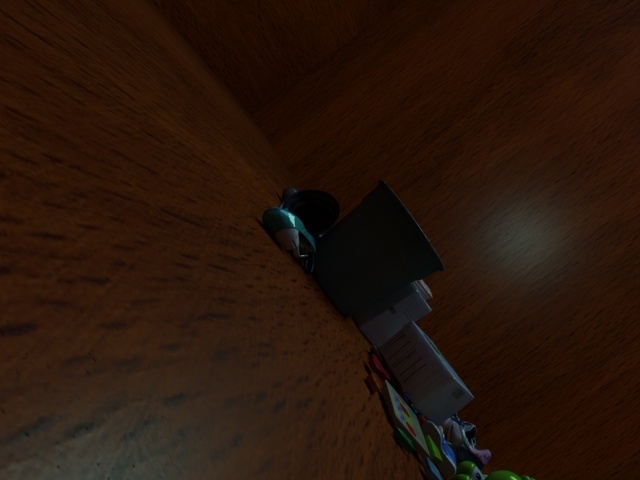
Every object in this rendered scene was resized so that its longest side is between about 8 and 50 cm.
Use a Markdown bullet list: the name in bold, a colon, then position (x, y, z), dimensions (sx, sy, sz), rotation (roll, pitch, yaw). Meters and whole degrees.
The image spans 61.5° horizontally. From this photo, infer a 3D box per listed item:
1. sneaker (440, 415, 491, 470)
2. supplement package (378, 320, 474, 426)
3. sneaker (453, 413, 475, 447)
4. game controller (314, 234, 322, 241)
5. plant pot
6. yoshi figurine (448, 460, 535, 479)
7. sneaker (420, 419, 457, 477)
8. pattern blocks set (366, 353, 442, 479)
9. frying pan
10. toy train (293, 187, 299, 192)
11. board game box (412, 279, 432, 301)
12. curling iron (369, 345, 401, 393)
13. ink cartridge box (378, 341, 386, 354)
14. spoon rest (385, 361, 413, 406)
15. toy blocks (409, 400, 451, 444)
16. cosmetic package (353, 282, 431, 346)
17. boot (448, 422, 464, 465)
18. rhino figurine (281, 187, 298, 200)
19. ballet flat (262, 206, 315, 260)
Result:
- **sneaker**: position (0.428, 0.608, 1.734), dimensions (0.112, 0.131, 0.319), rotation (51, 6, -39)
- **supplement package**: position (0.295, 0.373, 1.531), dimensions (0.139, 0.134, 0.244), rotation (45, 7, -37)
- **sneaker**: position (0.473, 0.689, 2.020), dimensions (0.118, 0.107, 0.279), rotation (80, -15, -53)
- **game controller**: position (0.000, 0.000, 2.175), dimensions (0.166, 0.067, 0.319), rotation (55, 4, 5)
- **plant pot**: position (0.149, 0.047, 1.671), dimensions (0.341, 0.334, 0.341), rotation (54, 4, -6)
- **yoshi figurine**: position (0.461, 0.670, 1.283), dimensions (0.362, 0.203, 0.203), rotation (50, 12, -17)
- **sneaker**: position (0.318, 0.552, 1.446), dimensions (0.152, 0.058, 0.084), rotation (60, 11, 15)
- **pattern blocks set**: position (0.198, 0.425, 1.292), dimensions (0.285, 0.026, 0.325), rotation (52, 7, -4)
- **frying pan**: position (-0.010, -0.037, 1.614), dimensions (0.053, 0.197, 0.326), rotation (81, -17, -49)
- **toy train**: position (-0.078, -0.136, 2.306), dimensions (0.184, 0.080, 0.105), rotation (51, 0, -35)
- **board game box**: position (0.281, 0.165, 1.867), dimensions (0.193, 0.147, 0.045), rotation (46, 27, -38)
- **curling iron**: position (0.203, 0.400, 1.531), dimensions (0.068, 0.035, 0.274), rotation (52, 5, -36)
- **ink cartridge box**: position (0.300, 0.399, 1.925), dimensions (0.231, 0.134, 0.078), rotation (52, 4, -22)
- **spoon rest**: position (0.275, 0.434, 1.736), dimensions (0.137, 0.084, 0.276), rotation (54, 5, -13)
- **toy blocks**: position (0.304, 0.527, 1.531), dimensions (0.148, 0.054, 0.123), rotation (53, 4, -22)
- **cosmetic package**: position (0.238, 0.243, 1.799), dimensions (0.117, 0.231, 0.085), rotation (52, 5, -29)
- **boot**: position (0.379, 0.599, 1.566), dimensions (0.087, 0.042, 0.118), rotation (127, -34, -57)
- **rhino figurine**: position (-0.096, -0.132, 2.099), dimensions (0.106, 0.073, 0.243), rotation (41, 13, -29)
- **ballet flat**: position (-0.071, -0.006, 1.410), dimensions (0.247, 0.083, 0.087), rotation (43, 26, -61)
